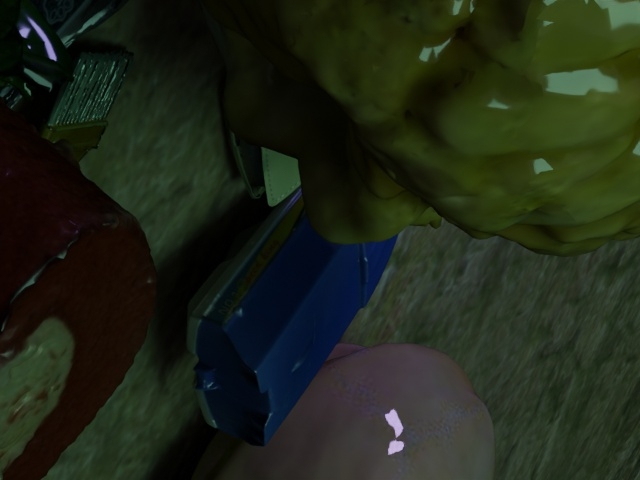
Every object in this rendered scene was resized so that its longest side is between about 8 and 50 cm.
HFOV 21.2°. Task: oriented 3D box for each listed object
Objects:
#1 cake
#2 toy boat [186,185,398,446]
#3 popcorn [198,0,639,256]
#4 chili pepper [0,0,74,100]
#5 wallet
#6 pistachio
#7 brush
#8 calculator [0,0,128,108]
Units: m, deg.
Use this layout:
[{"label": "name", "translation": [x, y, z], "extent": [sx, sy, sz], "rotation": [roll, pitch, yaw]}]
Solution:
[{"label": "cake", "translation": [-0.213, 0.062, 0.813], "extent": [0.283, 0.151, 0.177], "rotation": [-47, 162, -12]}, {"label": "toy boat", "translation": [0.000, 0.000, 1.207], "extent": [0.295, 0.088, 0.129], "rotation": [-54, 155, -34]}, {"label": "popcorn", "translation": [0.105, -0.165, 0.892], "extent": [0.390, 0.354, 0.344], "rotation": [131, -42, -74]}, {"label": "chili pepper", "translation": [-0.175, -0.192, 0.567], "extent": [0.213, 0.167, 0.385], "rotation": [-92, 177, -58]}, {"label": "wallet", "translation": [0.000, -0.104, 1.134], "extent": [0.155, 0.039, 0.110], "rotation": [-43, 147, -28]}, {"label": "pistachio", "translation": [0.005, 0.226, 1.301], "extent": [0.238, 0.229, 0.321], "rotation": [46, 65, -29]}, {"label": "brush", "translation": [-0.163, -0.011, 0.965], "extent": [0.218, 0.010, 0.082], "rotation": [-63, 169, 14]}, {"label": "calculator", "translation": [-0.168, -0.165, 0.789], "extent": [0.165, 0.028, 0.274], "rotation": [-50, 152, -17]}]
